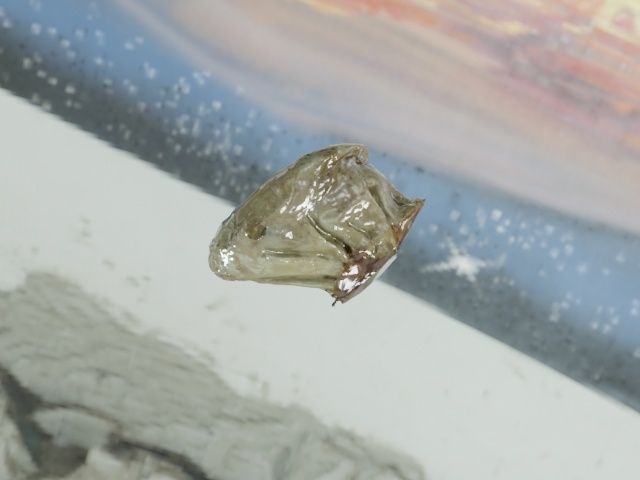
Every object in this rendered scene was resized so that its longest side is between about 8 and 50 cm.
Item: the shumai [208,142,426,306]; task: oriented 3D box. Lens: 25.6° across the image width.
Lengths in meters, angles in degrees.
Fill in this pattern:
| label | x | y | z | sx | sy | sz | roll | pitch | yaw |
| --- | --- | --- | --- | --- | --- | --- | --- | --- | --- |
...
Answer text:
| label | x | y | z | sx | sy | sz | roll | pitch | yaw |
| --- | --- | --- | --- | --- | --- | --- | --- | --- | --- |
| shumai | 0.000 | 0.000 | 1.308 | 0.201 | 0.201 | 0.120 | -23 | -107 | -46 |
